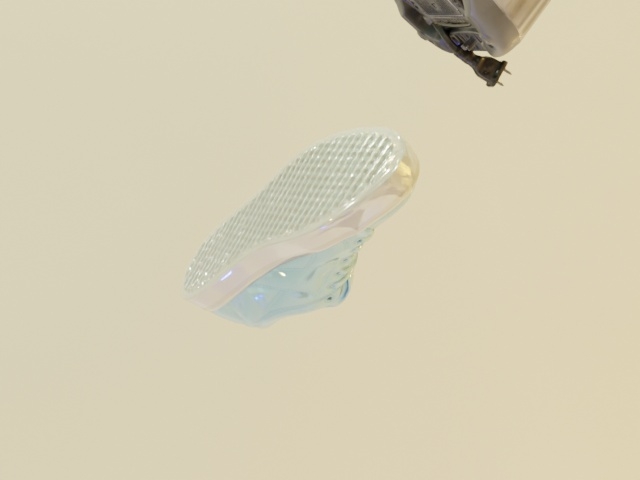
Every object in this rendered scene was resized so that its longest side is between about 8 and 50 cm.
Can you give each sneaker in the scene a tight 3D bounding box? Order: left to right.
[{"bbox_3d":[0.000,0.000,0.943,0.150,0.366,0.135,29,-127,-29],"label":"sneaker"}]

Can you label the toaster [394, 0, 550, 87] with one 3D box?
[{"bbox_3d":[0.089,-0.220,0.525,0.227,0.129,0.146,39,-89,-21],"label":"toaster"}]
